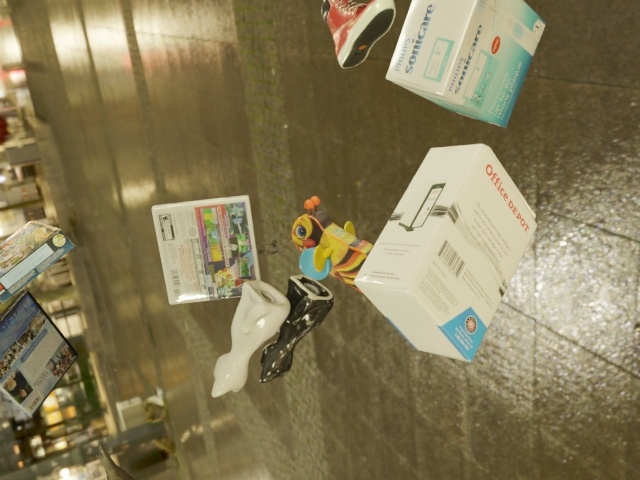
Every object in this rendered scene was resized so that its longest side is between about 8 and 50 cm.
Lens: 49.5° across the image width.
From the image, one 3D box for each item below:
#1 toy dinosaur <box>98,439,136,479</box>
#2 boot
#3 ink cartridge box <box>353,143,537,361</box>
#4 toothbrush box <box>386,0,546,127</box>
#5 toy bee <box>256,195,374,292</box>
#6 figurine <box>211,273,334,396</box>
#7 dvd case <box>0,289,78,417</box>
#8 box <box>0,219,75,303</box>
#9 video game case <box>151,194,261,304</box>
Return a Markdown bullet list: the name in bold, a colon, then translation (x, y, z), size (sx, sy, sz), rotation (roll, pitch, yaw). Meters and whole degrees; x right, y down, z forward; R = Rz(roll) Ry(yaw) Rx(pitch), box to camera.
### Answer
- **toy dinosaur**: translation (-0.349, 0.517, 1.246), size (0.121, 0.160, 0.313), rotation (-52, 52, 29)
- **boot**: translation (0.072, -0.515, 1.538), size (0.176, 0.088, 0.244), rotation (70, 157, 6)
- **ink cartridge box**: translation (0.151, 0.012, 0.802), size (0.086, 0.203, 0.148), rotation (3, 144, 49)
- **toothbrush box**: translation (0.270, -0.348, 1.258), size (0.126, 0.295, 0.216), rotation (26, 101, 34)
- **toy bee**: translation (0.000, 0.000, 1.456), size (0.195, 0.298, 0.162), rotation (-81, 1, -63)
- **figurine**: translation (-0.093, 0.176, 1.224), size (0.092, 0.215, 0.209), rotation (34, 110, 28)
- **dvd case**: translation (-0.649, 0.254, 1.540), size (0.022, 0.180, 0.253), rotation (11, 141, 24)
- **box**: translation (-0.579, 0.034, 1.334), size (0.233, 0.159, 0.044), rotation (9, 138, 55)
- **video game case**: translation (-0.215, 0.020, 1.334), size (0.023, 0.183, 0.201), rotation (-100, 4, -71)
